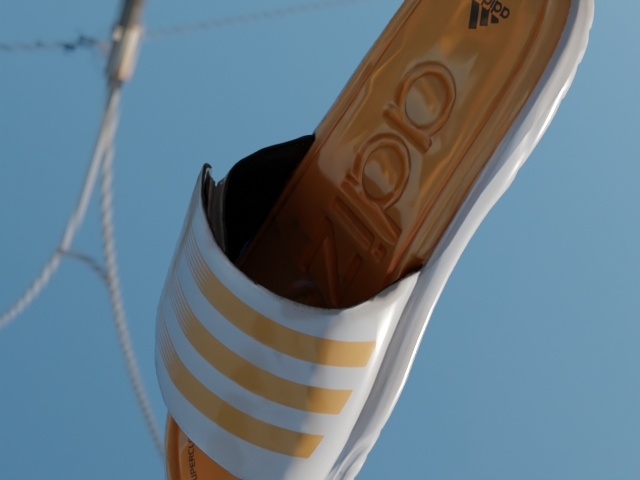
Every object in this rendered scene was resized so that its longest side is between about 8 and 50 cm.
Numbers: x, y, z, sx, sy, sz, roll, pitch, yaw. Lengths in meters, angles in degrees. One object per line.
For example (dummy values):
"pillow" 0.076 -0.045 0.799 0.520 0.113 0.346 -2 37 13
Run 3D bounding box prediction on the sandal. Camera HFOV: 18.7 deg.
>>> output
"sandal" -0.005 -0.006 0.678 0.076 0.265 0.102 12 -157 -44
